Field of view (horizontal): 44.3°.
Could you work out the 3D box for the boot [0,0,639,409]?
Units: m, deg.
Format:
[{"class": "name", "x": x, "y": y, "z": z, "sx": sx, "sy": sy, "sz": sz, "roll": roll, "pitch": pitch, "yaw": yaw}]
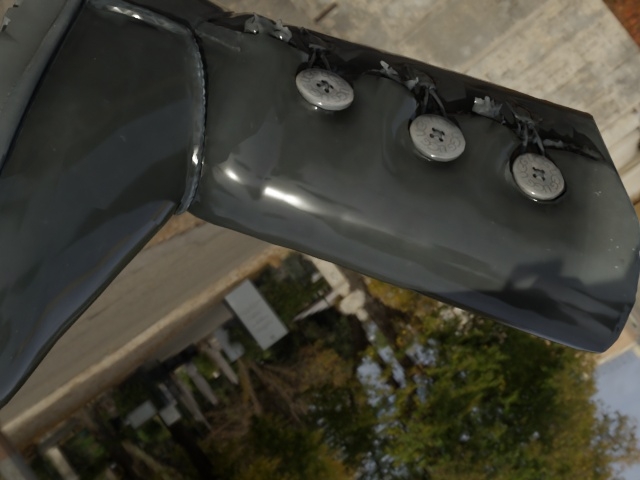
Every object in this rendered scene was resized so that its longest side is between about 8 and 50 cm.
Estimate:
[{"class": "boot", "x": 0.000, "y": -0.002, "z": 0.518, "sx": 0.146, "sy": 0.445, "sz": 0.367, "roll": -44, "pitch": -149, "yaw": 54}]
